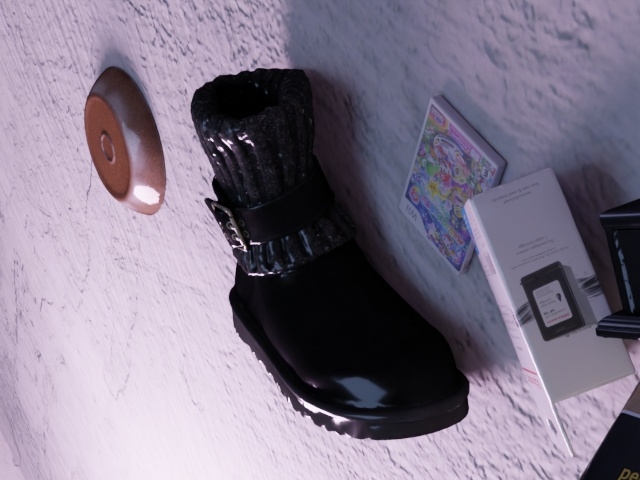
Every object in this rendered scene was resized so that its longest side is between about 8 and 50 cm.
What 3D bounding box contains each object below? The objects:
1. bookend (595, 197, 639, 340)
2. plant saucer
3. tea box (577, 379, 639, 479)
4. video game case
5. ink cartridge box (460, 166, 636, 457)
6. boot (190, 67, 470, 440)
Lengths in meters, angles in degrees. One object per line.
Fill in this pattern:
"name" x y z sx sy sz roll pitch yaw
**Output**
"bookend" 0.220 -0.024 0.661 0.156 0.072 0.157 1 107 61
"plant saucer" -0.260 -0.123 1.495 0.199 0.036 0.198 37 136 46
"tea box" 0.237 0.262 0.482 0.220 0.323 0.329 41 167 -30
"video game case" 0.102 -0.043 0.925 0.087 0.011 0.122 51 146 32
"ink cartridge box" 0.157 0.048 0.788 0.104 0.060 0.180 42 -153 -85
"boot" -0.004 0.001 1.013 0.348 0.131 0.260 30 132 52
